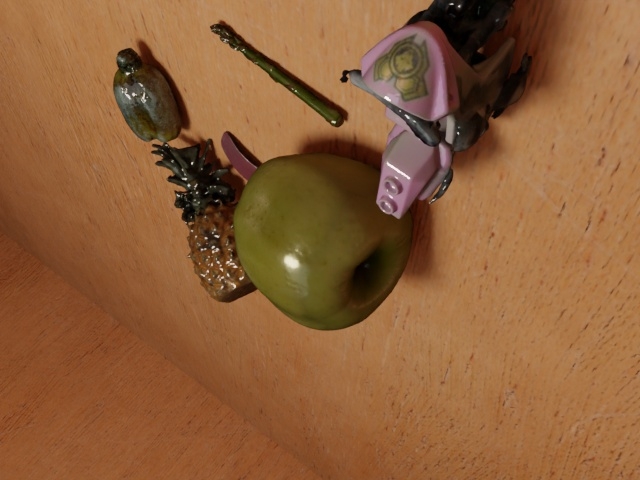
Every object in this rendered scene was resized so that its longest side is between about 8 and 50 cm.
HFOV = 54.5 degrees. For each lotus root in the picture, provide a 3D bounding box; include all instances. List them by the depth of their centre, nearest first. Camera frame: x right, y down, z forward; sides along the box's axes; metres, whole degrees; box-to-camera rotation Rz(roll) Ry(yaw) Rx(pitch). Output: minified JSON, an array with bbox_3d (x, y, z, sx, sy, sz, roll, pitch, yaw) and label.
[{"bbox_3d":[-0.321,-0.262,1.140,0.113,0.088,0.192,8,138,24],"label":"lotus root"}]

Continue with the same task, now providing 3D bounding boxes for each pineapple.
[{"bbox_3d":[-0.212,-0.054,1.204,0.341,0.169,0.169,61,152,6],"label":"pineapple"}]

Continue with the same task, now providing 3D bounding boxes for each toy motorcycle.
[{"bbox_3d":[0.108,-0.137,0.653,0.143,0.188,0.327,38,152,17],"label":"toy motorcycle"}]

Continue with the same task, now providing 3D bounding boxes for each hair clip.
[{"bbox_3d":[-0.134,-0.139,1.133,0.137,0.022,0.054,44,149,-2],"label":"hair clip"}]

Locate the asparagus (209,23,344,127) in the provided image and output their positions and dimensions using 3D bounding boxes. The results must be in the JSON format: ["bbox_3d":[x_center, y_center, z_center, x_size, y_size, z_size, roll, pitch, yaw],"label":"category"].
[{"bbox_3d":[-0.065,-0.242,0.903,0.248,0.024,0.025,39,145,11],"label":"asparagus"}]

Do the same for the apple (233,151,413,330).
[{"bbox_3d":[0.000,0.000,0.944,0.279,0.279,0.279,31,149,21],"label":"apple"}]
